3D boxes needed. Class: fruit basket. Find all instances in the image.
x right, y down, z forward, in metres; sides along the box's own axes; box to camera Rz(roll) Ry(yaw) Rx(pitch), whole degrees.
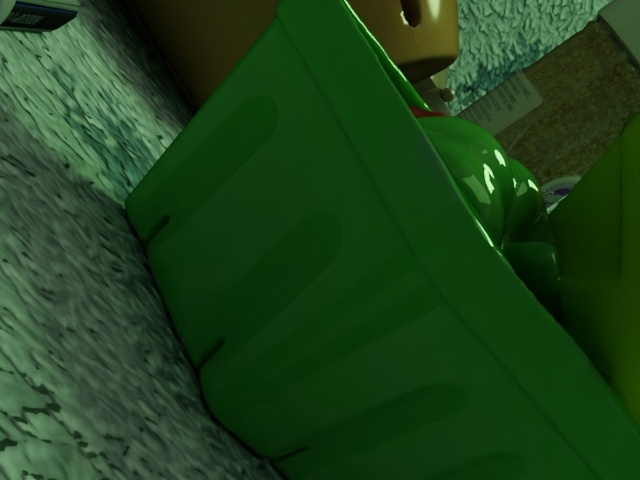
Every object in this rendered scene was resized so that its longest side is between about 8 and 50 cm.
[{"bbox_3d":[0.138,0.014,0.974,0.392,0.392,0.283,47,11,-47],"label":"fruit basket"}]

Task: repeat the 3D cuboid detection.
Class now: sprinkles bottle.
[{"bbox_3d":[0.172,-0.079,1.591,0.121,0.355,0.121,54,7,-10],"label":"sprinkles bottle"}]

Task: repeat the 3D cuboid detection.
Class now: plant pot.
[{"bbox_3d":[-0.017,-0.203,1.358,0.291,0.291,0.203,-3,75,-81],"label":"plant pot"}]

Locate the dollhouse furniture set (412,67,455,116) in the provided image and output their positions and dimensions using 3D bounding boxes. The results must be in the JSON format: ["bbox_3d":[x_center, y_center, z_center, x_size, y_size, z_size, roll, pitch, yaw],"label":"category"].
[{"bbox_3d":[0.188,0.034,1.422,0.303,0.174,0.355,51,33,-37],"label":"dollhouse furniture set"}]

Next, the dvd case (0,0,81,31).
[{"bbox_3d":[-0.211,-0.190,0.939,0.179,0.030,0.239,55,7,-1],"label":"dvd case"}]

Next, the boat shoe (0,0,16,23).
[{"bbox_3d":[-0.200,-0.191,0.767,0.258,0.095,0.084,58,12,8],"label":"boat shoe"}]
